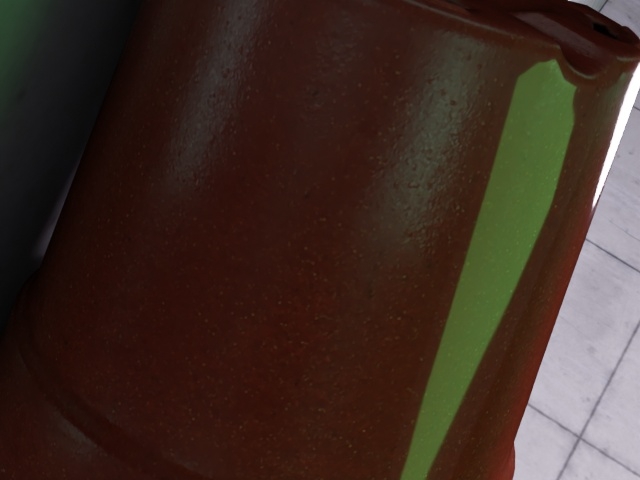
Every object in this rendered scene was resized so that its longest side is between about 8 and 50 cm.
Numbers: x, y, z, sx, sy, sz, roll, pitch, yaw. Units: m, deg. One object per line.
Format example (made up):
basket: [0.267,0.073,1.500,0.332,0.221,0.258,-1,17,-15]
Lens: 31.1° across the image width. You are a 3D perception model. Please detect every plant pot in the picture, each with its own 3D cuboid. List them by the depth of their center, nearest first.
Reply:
plant pot: [0.000,0.000,0.516,0.272,0.272,0.265,-38,151,-65]
